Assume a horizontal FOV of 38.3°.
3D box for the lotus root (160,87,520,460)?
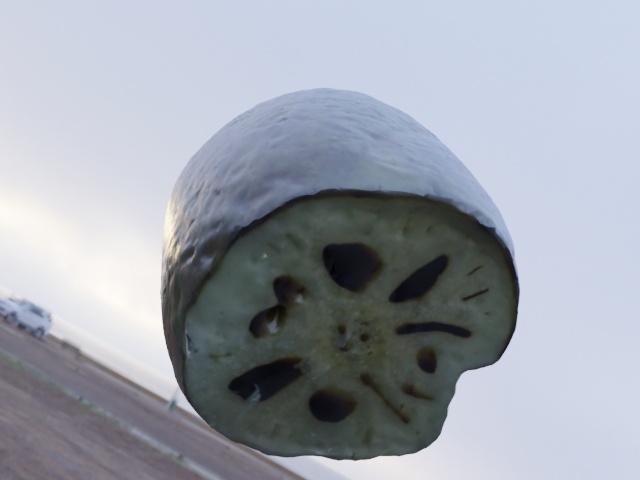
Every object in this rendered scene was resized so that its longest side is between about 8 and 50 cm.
[{"bbox_3d":[0.000,0.000,0.725,0.250,0.250,0.346,32,11,-15],"label":"lotus root"}]
